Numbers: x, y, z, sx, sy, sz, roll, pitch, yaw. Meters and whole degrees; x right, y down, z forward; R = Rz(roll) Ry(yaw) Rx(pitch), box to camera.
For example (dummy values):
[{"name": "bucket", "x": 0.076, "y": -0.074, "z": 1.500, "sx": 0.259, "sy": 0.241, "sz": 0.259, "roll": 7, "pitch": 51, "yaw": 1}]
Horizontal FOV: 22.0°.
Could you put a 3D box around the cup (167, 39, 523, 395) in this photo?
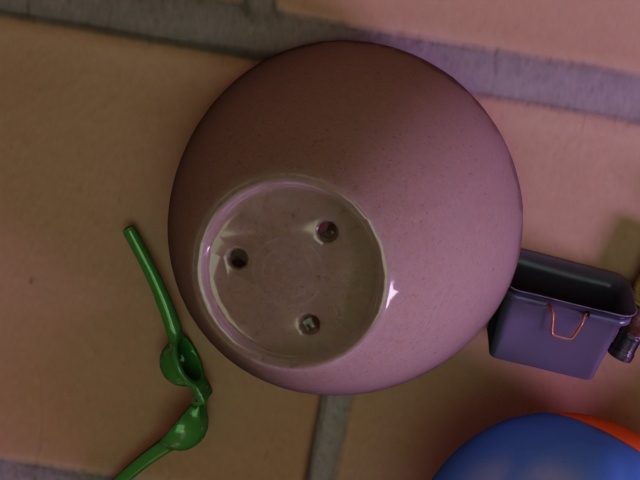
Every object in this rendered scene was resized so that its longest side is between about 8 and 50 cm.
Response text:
[{"name": "cup", "x": 0.000, "y": 0.000, "z": 1.440, "sx": 0.331, "sy": 0.237, "sz": 0.331, "roll": 3, "pitch": 102, "yaw": 13}]

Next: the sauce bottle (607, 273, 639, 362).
[{"name": "sauce bottle", "x": 0.319, "y": 0.059, "z": 1.601, "sx": 0.042, "sy": 0.042, "sz": 0.128, "roll": 25, "pitch": 107, "yaw": -8}]

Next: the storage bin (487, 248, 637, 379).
[{"name": "storage bin", "x": 0.225, "y": 0.079, "z": 1.585, "sx": 0.135, "sy": 0.098, "sz": 0.091, "roll": 13, "pitch": 119, "yaw": -5}]

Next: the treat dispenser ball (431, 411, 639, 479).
[{"name": "treat dispenser ball", "x": 0.226, "y": 0.305, "z": 1.554, "sx": 0.288, "sy": 0.288, "sz": 0.288, "roll": 0, "pitch": 109, "yaw": 0}]

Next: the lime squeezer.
[{"name": "lime squeezer", "x": -0.157, "y": 0.139, "z": 1.629, "sx": 0.110, "sy": 0.059, "sz": 0.310, "roll": 19, "pitch": 112, "yaw": 25}]
